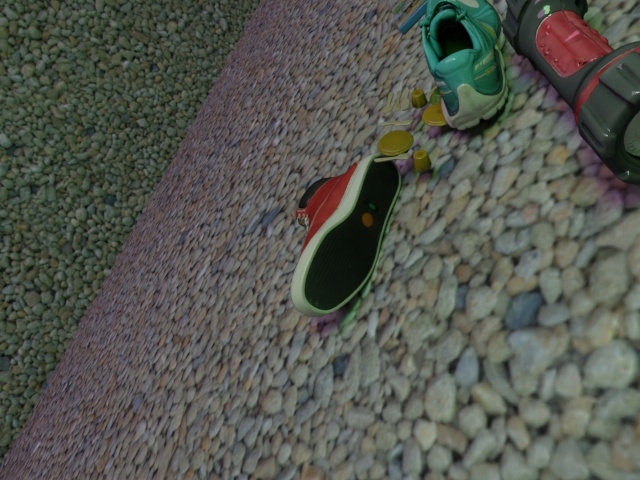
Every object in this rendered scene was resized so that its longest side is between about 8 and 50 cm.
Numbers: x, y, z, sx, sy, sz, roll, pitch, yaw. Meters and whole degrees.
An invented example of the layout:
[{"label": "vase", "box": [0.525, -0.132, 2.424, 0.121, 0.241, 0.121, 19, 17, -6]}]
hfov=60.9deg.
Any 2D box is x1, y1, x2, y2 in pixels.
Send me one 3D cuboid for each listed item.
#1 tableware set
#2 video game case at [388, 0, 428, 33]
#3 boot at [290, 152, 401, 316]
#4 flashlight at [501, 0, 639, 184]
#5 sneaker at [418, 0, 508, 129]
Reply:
[{"label": "tableware set", "box": [0.131, -0.151, 0.725, 0.104, 0.024, 0.154, -3, 50, 21]}, {"label": "video game case", "box": [0.181, -0.462, 1.011, 0.119, 0.015, 0.166, -40, 32, 28]}, {"label": "boot", "box": [0.000, 0.000, 0.754, 0.176, 0.088, 0.244, -14, 42, 53]}, {"label": "flashlight", "box": [0.250, -0.177, 0.510, 0.103, 0.103, 0.304, -42, 32, 30]}, {"label": "sneaker", "box": [0.178, -0.265, 0.697, 0.107, 0.110, 0.275, -23, 42, 25]}]
